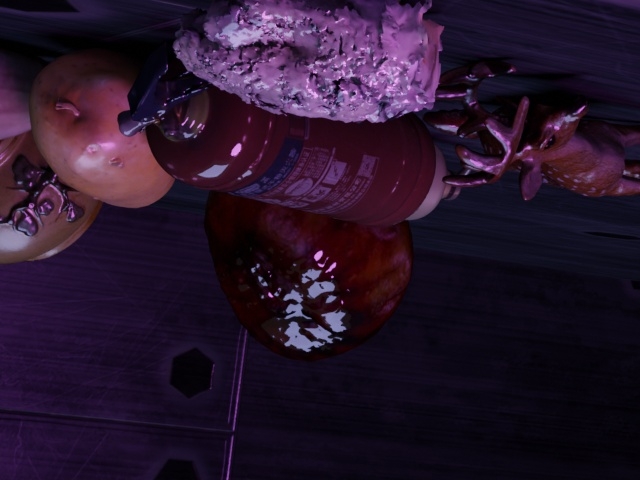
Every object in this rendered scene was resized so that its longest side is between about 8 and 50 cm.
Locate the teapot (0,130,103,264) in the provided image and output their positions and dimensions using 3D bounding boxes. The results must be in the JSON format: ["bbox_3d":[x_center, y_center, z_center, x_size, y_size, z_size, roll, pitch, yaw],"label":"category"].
[{"bbox_3d":[-0.266,-0.079,1.566,0.269,0.173,0.182,-5,146,29],"label":"teapot"}]

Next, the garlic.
[{"bbox_3d":[-0.294,-0.120,1.436,0.195,0.087,0.101,4,-169,3],"label":"garlic"}]

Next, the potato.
[{"bbox_3d":[-0.157,-0.086,1.394,0.118,0.109,0.178,33,179,10],"label":"potato"}]

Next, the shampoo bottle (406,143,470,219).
[{"bbox_3d":[0.064,-0.061,1.681,0.162,0.079,0.079,10,176,-40],"label":"shampoo bottle"}]

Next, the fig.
[{"bbox_3d":[-0.008,0.005,1.878,0.224,0.224,0.263,7,-177,4],"label":"fig"}]

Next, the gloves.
[{"bbox_3d":[-0.010,-0.106,1.039,0.153,0.070,0.114,9,178,12],"label":"gloves"}]

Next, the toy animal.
[{"bbox_3d":[0.165,-0.064,1.324,0.260,0.087,0.243,5,177,-21],"label":"toy animal"}]

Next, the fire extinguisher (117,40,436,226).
[{"bbox_3d":[-0.031,-0.086,1.336,0.138,0.102,0.344,-22,161,30],"label":"fire extinguisher"}]
